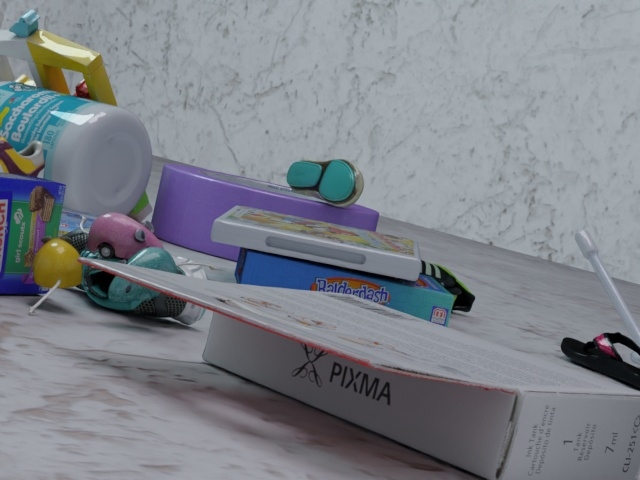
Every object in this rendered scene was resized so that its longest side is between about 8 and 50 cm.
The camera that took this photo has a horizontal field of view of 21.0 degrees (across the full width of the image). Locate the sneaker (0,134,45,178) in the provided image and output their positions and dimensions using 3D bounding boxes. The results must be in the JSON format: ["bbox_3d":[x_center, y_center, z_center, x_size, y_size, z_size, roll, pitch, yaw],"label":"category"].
[{"bbox_3d":[-0.386,-0.080,1.909,0.069,0.084,0.185,17,11,38],"label":"sneaker"}]

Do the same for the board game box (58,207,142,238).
[{"bbox_3d":[-0.250,-0.006,1.677,0.160,0.039,0.211,12,4,-9],"label":"board game box"}]

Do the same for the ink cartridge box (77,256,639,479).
[{"bbox_3d":[0.020,0.083,1.118,0.261,0.066,0.296,9,5,-42],"label":"ink cartridge box"}]

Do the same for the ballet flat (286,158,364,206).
[{"bbox_3d":[0.019,-0.069,2.052,0.052,0.057,0.168,22,0,-30],"label":"ballet flat"}]

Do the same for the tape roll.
[{"bbox_3d":[-0.069,-0.023,2.142,0.274,0.090,0.275,13,5,-1],"label":"tape roll"}]

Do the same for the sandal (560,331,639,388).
[{"bbox_3d":[0.302,0.116,1.723,0.067,0.040,0.179,11,4,-22],"label":"sandal"}]

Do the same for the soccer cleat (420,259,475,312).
[{"bbox_3d":[0.113,0.051,1.934,0.072,0.060,0.179,31,13,32],"label":"soccer cleat"}]

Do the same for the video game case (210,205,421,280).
[{"bbox_3d":[0.000,0.000,1.778,0.206,0.026,0.227,11,5,1],"label":"video game case"}]

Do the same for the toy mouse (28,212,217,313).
[{"bbox_3d":[-0.150,0.009,1.332,0.143,0.031,0.161,1,24,-7],"label":"toy mouse"}]

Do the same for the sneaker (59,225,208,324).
[{"bbox_3d":[-0.169,0.024,1.397,0.166,0.065,0.076,14,8,39],"label":"sneaker"}]

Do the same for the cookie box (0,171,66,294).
[{"bbox_3d":[-0.248,-0.006,1.331,0.040,0.092,0.107,11,4,27],"label":"cookie box"}]

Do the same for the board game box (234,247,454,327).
[{"bbox_3d":[0.020,0.046,1.761,0.210,0.047,0.160,13,4,-6],"label":"board game box"}]

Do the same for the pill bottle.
[{"bbox_3d":[-0.344,-0.113,2.106,0.264,0.146,0.146,15,5,35],"label":"pill bottle"}]

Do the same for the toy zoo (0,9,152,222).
[{"bbox_3d":[-0.330,-0.163,2.198,0.192,0.293,0.030,16,47,32],"label":"toy zoo"}]

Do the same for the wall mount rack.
[{"bbox_3d":[0.452,0.089,1.939,0.350,0.130,0.304,10,5,-42],"label":"wall mount rack"}]
